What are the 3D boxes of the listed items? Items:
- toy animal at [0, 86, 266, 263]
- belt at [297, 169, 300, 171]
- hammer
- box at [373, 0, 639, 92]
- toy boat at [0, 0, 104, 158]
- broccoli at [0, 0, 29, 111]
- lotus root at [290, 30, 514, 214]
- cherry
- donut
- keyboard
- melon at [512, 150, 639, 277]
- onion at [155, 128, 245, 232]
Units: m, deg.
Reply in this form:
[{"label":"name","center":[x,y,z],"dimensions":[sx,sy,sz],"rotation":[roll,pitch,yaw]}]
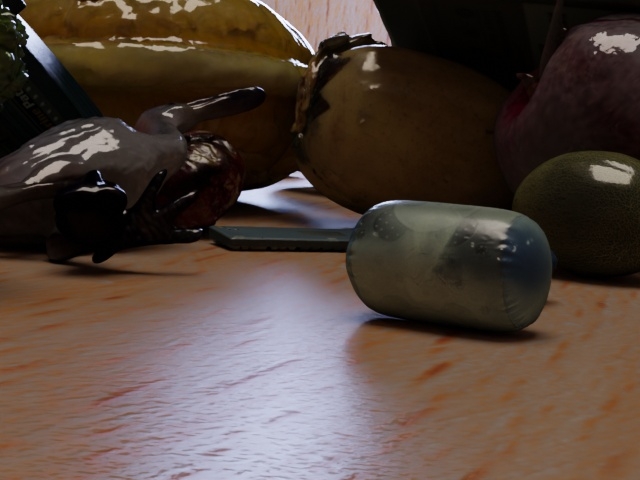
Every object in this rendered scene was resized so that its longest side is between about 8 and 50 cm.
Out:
[{"label":"toy animal","center":[-0.161,-0.047,1.084],"dimensions":[0.195,0.090,0.324],"rotation":[-3,19,9]},{"label":"belt","center":[0.084,-0.141,1.804],"dimensions":[0.347,0.117,0.212],"rotation":[5,-15,45]},{"label":"hammer","center":[0.102,0.015,0.873],"dimensions":[0.116,0.069,0.194],"rotation":[6,2,29]},{"label":"box","center":[0.239,-0.199,1.353],"dimensions":[0.373,0.090,0.367],"rotation":[8,-19,19]},{"label":"toy boat","center":[-0.250,-0.105,1.145],"dimensions":[0.114,0.122,0.296],"rotation":[43,-10,38]},{"label":"broccoli","center":[-0.329,-0.099,0.807],"dimensions":[0.235,0.259,0.288],"rotation":[-4,28,48]},{"label":"lotus root","center":[0.122,-0.087,1.372],"dimensions":[0.310,0.182,0.183],"rotation":[16,6,-1]},{"label":"cherry","center":[0.251,-0.086,1.214],"dimensions":[0.183,0.266,0.213],"rotation":[-41,-2,-19]},{"label":"donut","center":[-0.196,-0.152,1.529],"dimensions":[0.449,0.198,0.449],"rotation":[2,-1,0]},{"label":"keyboard","center":[0.000,-0.001,1.180],"dimensions":[0.176,0.014,0.055],"rotation":[1,7,-24]},{"label":"melon","center":[0.207,-0.021,1.092],"dimensions":[0.131,0.098,0.098],"rotation":[13,11,37]},{"label":"onion","center":[-0.114,-0.048,1.226],"dimensions":[0.107,0.097,0.107],"rotation":[-15,28,8]}]
